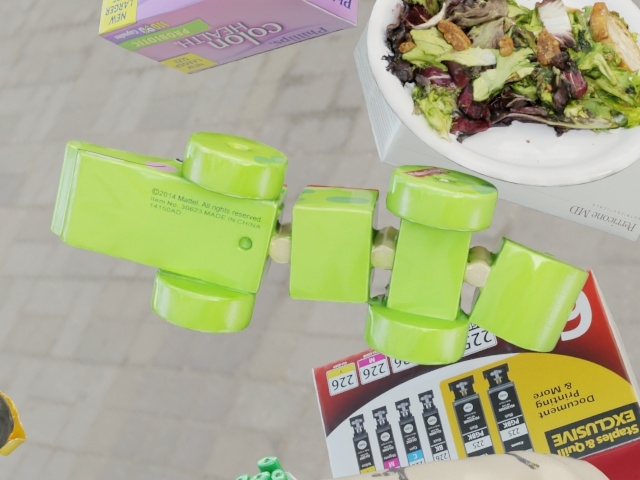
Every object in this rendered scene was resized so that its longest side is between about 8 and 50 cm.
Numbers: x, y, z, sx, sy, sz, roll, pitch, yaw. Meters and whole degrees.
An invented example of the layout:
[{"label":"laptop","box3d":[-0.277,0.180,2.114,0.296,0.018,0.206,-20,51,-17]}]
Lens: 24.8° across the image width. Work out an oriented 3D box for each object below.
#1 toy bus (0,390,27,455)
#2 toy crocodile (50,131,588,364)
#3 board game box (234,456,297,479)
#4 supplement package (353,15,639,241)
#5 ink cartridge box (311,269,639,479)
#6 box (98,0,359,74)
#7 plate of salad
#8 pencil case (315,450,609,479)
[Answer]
[{"label":"toy bus","box3d":[-0.412,0.167,1.329,0.211,0.220,0.149,-48,43,-2]},{"label":"toy crocodile","box3d":[0.000,0.000,0.917,0.105,0.341,0.115,-71,-10,-75]},{"label":"board game box","box3d":[-0.125,0.420,1.606,0.390,0.050,0.390,-31,27,-16]},{"label":"supplement package","box3d":[0.185,-0.142,1.328,0.204,0.262,0.145,-100,30,-54]},{"label":"ink cartridge box","box3d":[0.174,0.214,1.448,0.309,0.130,0.271,-21,51,10]},{"label":"box","box3d":[-0.075,-0.296,1.294,0.214,0.117,0.243,-9,72,42]},{"label":"plate of salad","box3d":[0.129,-0.121,0.920,0.048,0.200,0.199,106,177,-57]},{"label":"pencil case","box3d":[0.054,0.260,1.069,0.160,0.410,0.183,-61,43,44]}]
